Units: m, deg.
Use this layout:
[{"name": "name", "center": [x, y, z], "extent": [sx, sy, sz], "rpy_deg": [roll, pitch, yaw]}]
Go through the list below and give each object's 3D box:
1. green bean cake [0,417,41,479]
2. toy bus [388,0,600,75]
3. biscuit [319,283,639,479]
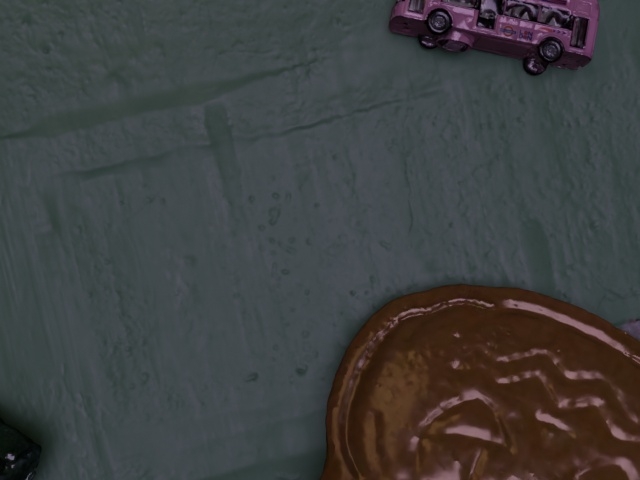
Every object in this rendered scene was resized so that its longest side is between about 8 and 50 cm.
[{"name": "green bean cake", "center": [-0.368, 0.282, 0.825], "extent": [0.107, 0.193, 0.208], "rpy_deg": [27, 125, 17]}, {"name": "toy bus", "center": [0.173, -0.225, 0.870], "extent": [0.203, 0.063, 0.090], "rpy_deg": [11, 86, -3]}, {"name": "biscuit", "center": [0.179, 0.224, 0.800], "extent": [0.385, 0.062, 0.365], "rpy_deg": [21, 72, 11]}]
